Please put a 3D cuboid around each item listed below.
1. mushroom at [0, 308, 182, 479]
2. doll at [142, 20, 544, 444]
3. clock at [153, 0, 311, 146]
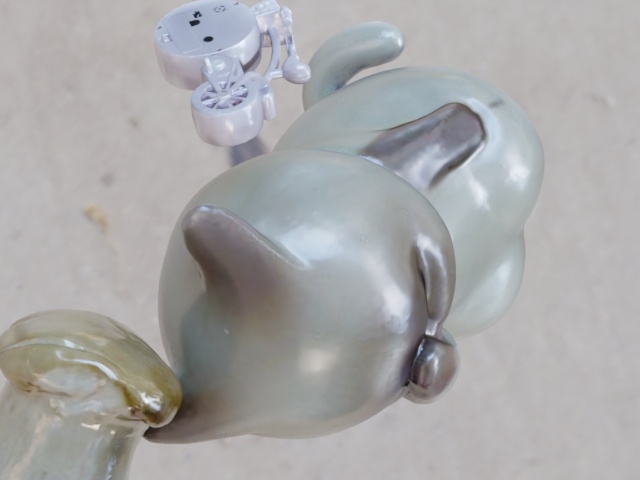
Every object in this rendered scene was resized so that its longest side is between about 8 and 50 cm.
[{"bbox_3d":[-0.205,0.236,1.289,0.154,0.407,0.137,14,18,-45],"label":"mushroom"},{"bbox_3d":[0.029,0.005,1.408,0.226,0.215,0.370,26,34,7],"label":"doll"},{"bbox_3d":[-0.052,-0.105,1.193,0.087,0.041,0.129,-13,38,-5],"label":"clock"}]
